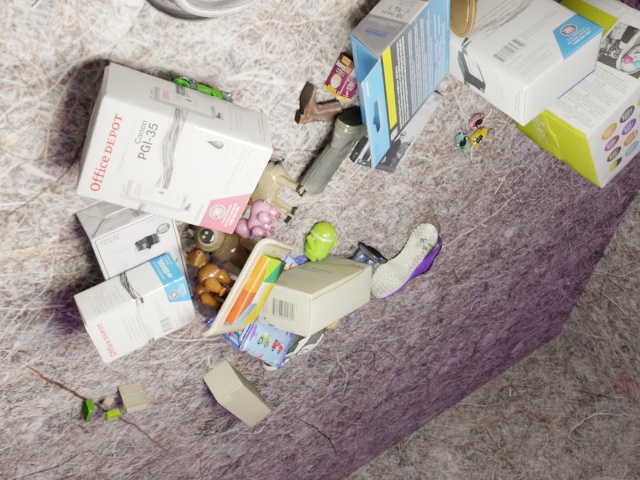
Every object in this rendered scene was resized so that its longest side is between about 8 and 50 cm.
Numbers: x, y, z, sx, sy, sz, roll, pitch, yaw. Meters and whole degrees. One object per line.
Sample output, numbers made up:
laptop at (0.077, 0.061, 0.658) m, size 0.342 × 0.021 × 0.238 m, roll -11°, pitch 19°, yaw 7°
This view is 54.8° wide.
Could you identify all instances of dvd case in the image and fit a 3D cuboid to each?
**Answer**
dvd case at (0.193, -0.284, 1.548) m, size 0.179 × 0.029 × 0.239 m, roll 5°, pitch 124°, yaw -50°

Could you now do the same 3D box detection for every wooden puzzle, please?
wooden puzzle at (-0.140, 0.105, 1.301) m, size 0.239 × 0.044 × 0.221 m, roll -56°, pitch 169°, yaw 2°

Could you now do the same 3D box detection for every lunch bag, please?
lunch bag at (-0.127, 0.166, 1.665) m, size 0.293 × 0.138 × 0.221 m, roll -57°, pitch 146°, yaw -7°

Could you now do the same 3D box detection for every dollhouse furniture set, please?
dollhouse furniture set at (-0.522, 0.419, 1.571) m, size 0.151 × 0.076 × 0.059 m, roll -8°, pitch 146°, yaw -38°

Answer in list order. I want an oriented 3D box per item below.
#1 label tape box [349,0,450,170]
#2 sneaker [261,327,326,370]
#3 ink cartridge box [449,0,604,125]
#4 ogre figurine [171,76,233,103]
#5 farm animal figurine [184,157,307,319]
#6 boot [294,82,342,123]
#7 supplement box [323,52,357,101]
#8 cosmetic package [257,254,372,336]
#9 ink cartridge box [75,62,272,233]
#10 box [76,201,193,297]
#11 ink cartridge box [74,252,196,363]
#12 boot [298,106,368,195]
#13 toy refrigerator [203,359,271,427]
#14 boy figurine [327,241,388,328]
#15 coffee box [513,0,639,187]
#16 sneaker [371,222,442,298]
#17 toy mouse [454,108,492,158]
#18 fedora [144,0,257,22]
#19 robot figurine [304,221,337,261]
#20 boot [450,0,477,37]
label tape box at (0.144, -0.350, 1.272) m, size 0.334 × 0.105 × 0.241 m, roll -51°, pitch 151°, yaw -24°
sneaker at (-0.083, 0.305, 1.878) m, size 0.234 × 0.078 × 0.106 m, roll -32°, pitch 147°, yaw -12°
ink cartridge box at (0.420, -0.434, 1.370) m, size 0.223 × 0.307 × 0.129 m, roll -38°, pitch 148°, yaw -8°
ogre figurine at (-0.227, -0.214, 1.148) m, size 0.118 × 0.097 × 0.197 m, roll -8°, pitch 123°, yaw -25°
farm animal figurine at (-0.186, -0.006, 1.353) m, size 0.330 × 0.172 × 0.327 m, roll -52°, pitch 167°, yaw -19°
boot at (0.007, -0.299, 1.341) m, size 0.114 × 0.037 × 0.106 m, roll -11°, pitch 148°, yaw -33°
supplement box at (0.053, -0.347, 1.318) m, size 0.043 × 0.055 × 0.083 m, roll 2°, pitch 126°, yaw -47°
cosmetic package at (-0.008, 0.133, 1.583) m, size 0.309 × 0.160 × 0.113 m, roll -22°, pitch 119°, yaw -56°
ink cartridge box at (-0.253, -0.148, 1.060) m, size 0.282 × 0.117 × 0.207 m, roll 14°, pitch 128°, yaw -24°
box at (-0.375, 0.038, 1.279) m, size 0.169 × 0.087 × 0.290 m, roll -27°, pitch 143°, yaw -22°
ink cartridge box at (-0.367, 0.136, 1.238) m, size 0.203 × 0.086 × 0.148 m, roll -25°, pitch 142°, yaw -21°
boot at (0.048, -0.207, 1.452) m, size 0.189 × 0.076 × 0.209 m, roll -21°, pitch 145°, yaw -47°
toy refrigerator at (-0.251, 0.470, 1.869) m, size 0.094 × 0.102 × 0.270 m, roll -38°, pitch 147°, yaw -7°
boy figurine at (0.070, 0.138, 1.841) m, size 0.285 × 0.092 × 0.177 m, roll -53°, pitch 148°, yaw 9°
coffee box at (0.737, -0.412, 1.686) m, size 0.334 × 0.338 × 0.337 m, roll -46°, pitch 146°, yaw 7°
sneaker at (0.291, 0.089, 1.998) m, size 0.293 × 0.102 × 0.146 m, roll -46°, pitch 147°, yaw 5°
toy mouse at (0.423, -0.310, 1.755) m, size 0.143 × 0.031 × 0.161 m, roll -2°, pitch 129°, yaw -44°
fedora at (-0.153, -0.437, 0.949) m, size 0.275 × 0.124 × 0.244 m, roll -20°, pitch 141°, yaw -30°
robot figurine at (0.000, 0.000, 1.635) m, size 0.101 × 0.067 × 0.115 m, roll -8°, pitch 133°, yaw -46°
boot at (0.339, -0.541, 1.326) m, size 0.152 × 0.072 × 0.197 m, roll -19°, pitch 111°, yaw -40°
